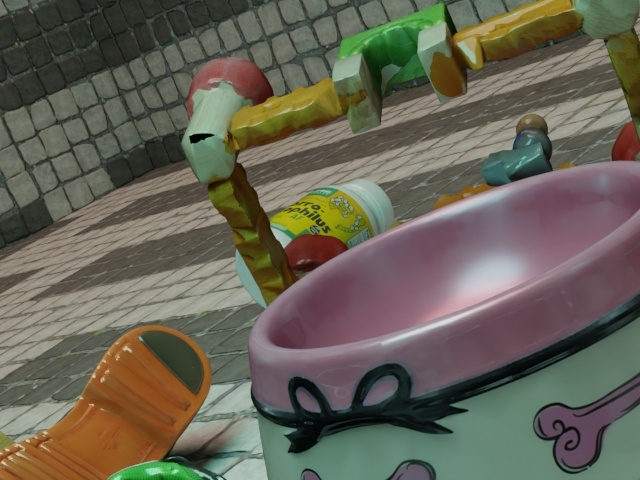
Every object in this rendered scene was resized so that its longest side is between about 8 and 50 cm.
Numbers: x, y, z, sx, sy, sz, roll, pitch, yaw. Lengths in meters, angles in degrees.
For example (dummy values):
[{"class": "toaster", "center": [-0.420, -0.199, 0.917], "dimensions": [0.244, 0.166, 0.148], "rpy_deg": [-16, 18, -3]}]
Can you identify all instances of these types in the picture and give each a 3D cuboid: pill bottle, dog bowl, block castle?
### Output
[{"class": "pill bottle", "center": [0.000, 0.000, 1.664], "dimensions": [0.117, 0.117, 0.208], "rpy_deg": [-12, 15, 46]}, {"class": "dog bowl", "center": [0.126, 0.072, 0.992], "dimensions": [0.408, 0.150, 0.408], "rpy_deg": [-23, 11, 5]}, {"class": "block castle", "center": [0.121, -0.090, 1.259], "dimensions": [0.453, 0.303, 0.213], "rpy_deg": [-19, 25, 15]}]

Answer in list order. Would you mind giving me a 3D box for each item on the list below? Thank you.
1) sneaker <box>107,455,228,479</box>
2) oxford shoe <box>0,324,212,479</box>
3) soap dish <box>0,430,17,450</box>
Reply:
[{"class": "sneaker", "center": [-0.086, 0.194, 0.859], "dimensions": [0.134, 0.146, 0.343], "rpy_deg": [-27, 11, -16]}, {"class": "oxford shoe", "center": [-0.220, 0.228, 1.144], "dimensions": [0.364, 0.130, 0.133], "rpy_deg": [-46, -9, -46]}, {"class": "soap dish", "center": [-0.412, 0.281, 1.186], "dimensions": [0.229, 0.118, 0.291], "rpy_deg": [-18, 11, 28]}]
